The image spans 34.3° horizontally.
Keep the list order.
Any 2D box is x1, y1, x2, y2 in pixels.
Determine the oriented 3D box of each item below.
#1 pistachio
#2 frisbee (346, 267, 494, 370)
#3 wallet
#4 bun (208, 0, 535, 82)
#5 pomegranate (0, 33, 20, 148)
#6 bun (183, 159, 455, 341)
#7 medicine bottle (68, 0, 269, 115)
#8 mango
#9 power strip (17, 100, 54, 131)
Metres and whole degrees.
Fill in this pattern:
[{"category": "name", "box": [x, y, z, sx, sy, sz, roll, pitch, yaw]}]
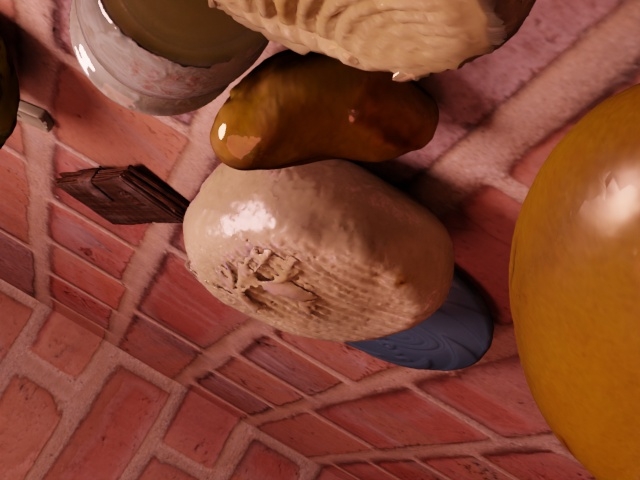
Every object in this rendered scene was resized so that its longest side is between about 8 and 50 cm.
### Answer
[{"category": "pistachio", "box": [0.001, -0.112, 0.841, 0.110, 0.189, 0.100, -117, 19, -66]}, {"category": "frisbee", "box": [0.066, 0.082, 1.252, 0.290, 0.049, 0.289, 21, 148, 13]}, {"category": "wallet", "box": [-0.285, -0.064, 1.487, 0.124, 0.042, 0.230, 37, 161, -31]}, {"category": "bun", "box": [0.007, -0.201, 0.526, 0.259, 0.152, 0.259, 26, 167, 6]}, {"category": "pomegranate", "box": [-0.460, -0.204, 1.214, 0.204, 0.276, 0.222, -5, 143, -13]}, {"category": "bun", "box": [-0.001, -0.003, 1.049, 0.273, 0.168, 0.273, 14, 155, 7]}, {"category": "medicine bottle", "box": [-0.110, -0.176, 0.775, 0.147, 0.147, 0.143, 34, 165, -12]}, {"category": "mango", "box": [0.274, 0.059, 0.714, 0.301, 0.220, 0.445, 22, 157, 29]}, {"category": "power strip", "box": [-0.404, -0.175, 1.413, 0.090, 0.016, 0.040, 23, 160, 17]}]
